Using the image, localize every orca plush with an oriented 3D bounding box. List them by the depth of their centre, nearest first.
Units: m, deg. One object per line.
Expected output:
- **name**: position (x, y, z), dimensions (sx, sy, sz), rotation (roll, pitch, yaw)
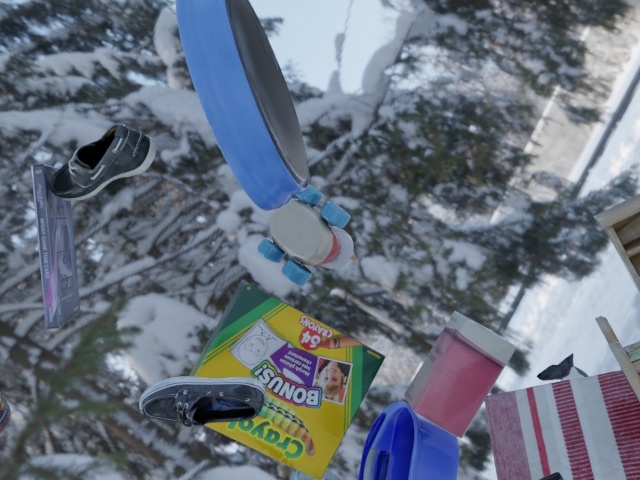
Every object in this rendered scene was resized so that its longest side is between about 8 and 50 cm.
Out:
- **orca plush**: position (0.538, 0.359, 1.610), dimensions (0.151, 0.287, 0.102), rotation (-57, 23, -19)

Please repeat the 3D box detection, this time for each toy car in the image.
- **toy car**: position (0.000, 0.000, 2.023), dimensions (0.238, 0.210, 0.219), rotation (23, -77, -53)

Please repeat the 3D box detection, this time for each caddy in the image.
- **caddy**: position (0.179, 0.551, 1.779), dimensions (0.241, 0.179, 0.341), rotation (-35, 37, 56)

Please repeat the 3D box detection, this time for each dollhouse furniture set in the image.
- **dollhouse furniture set**: position (0.629, 0.062, 1.279), dimensions (0.362, 0.256, 0.394), rotation (-29, 5, 14)

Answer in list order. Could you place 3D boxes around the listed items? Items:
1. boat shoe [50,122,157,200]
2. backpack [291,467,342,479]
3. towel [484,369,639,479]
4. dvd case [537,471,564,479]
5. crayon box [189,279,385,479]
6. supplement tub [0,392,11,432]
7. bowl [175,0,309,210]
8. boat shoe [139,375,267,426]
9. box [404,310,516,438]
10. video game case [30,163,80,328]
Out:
- **boat shoe**: position (-0.368, -0.128, 1.236), dimensions (0.079, 0.233, 0.084), rotation (25, -124, -47)
- **backpack**: position (0.004, 0.638, 1.893), dimensions (0.152, 0.182, 0.115), rotation (-16, -43, -52)
- **towel**: position (0.467, 0.348, 1.353), dimensions (0.237, 0.329, 0.037), rotation (-89, -22, -45)
- **dvd case**: position (0.188, 0.373, 1.010), dimensions (0.253, 0.022, 0.180), rotation (-2, -34, -42)
- **crayon box**: position (-0.089, 0.310, 1.715), dimensions (0.313, 0.363, 0.106), rotation (-62, 12, -5)
- **supplement tub**: position (-0.642, 0.271, 1.369), dimensions (0.106, 0.106, 0.198), rotation (-51, -36, -35)
- **bowl**: position (-0.114, -0.242, 1.252), dimensions (0.391, 0.077, 0.391), rotation (-18, -90, -80)
- **boat shoe**: position (-0.207, 0.287, 1.319), dimensions (0.076, 0.229, 0.080), rotation (-81, -13, -65)
- **box**: position (0.301, 0.289, 1.679), dimensions (0.232, 0.127, 0.148), rotation (-60, 2, 0)
- **video game case**: position (-0.467, 0.007, 1.360), dimensions (0.196, 0.026, 0.274), rotation (-162, 68, -83)
